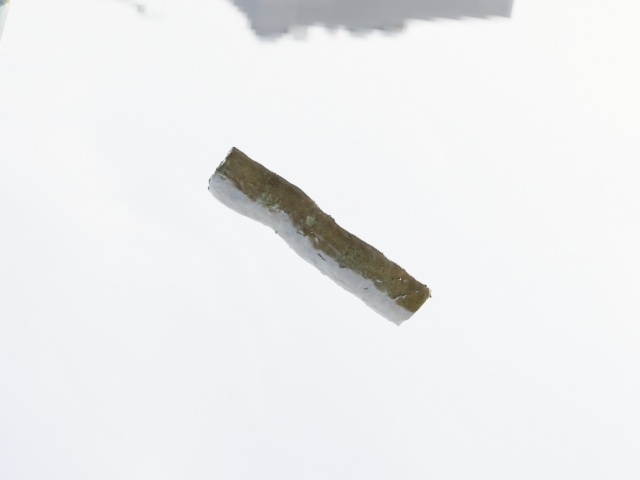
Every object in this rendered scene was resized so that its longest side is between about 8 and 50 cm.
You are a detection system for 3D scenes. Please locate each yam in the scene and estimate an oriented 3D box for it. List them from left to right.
[{"bbox_3d":[0.000,0.000,1.689,0.253,0.061,0.061,36,-154,-8],"label":"yam"}]

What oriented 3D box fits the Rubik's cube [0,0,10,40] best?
[{"bbox_3d":[-0.445,-0.204,1.198,0.347,0.346,0.344,-6,-144,-39],"label":"Rubik's cube"}]
